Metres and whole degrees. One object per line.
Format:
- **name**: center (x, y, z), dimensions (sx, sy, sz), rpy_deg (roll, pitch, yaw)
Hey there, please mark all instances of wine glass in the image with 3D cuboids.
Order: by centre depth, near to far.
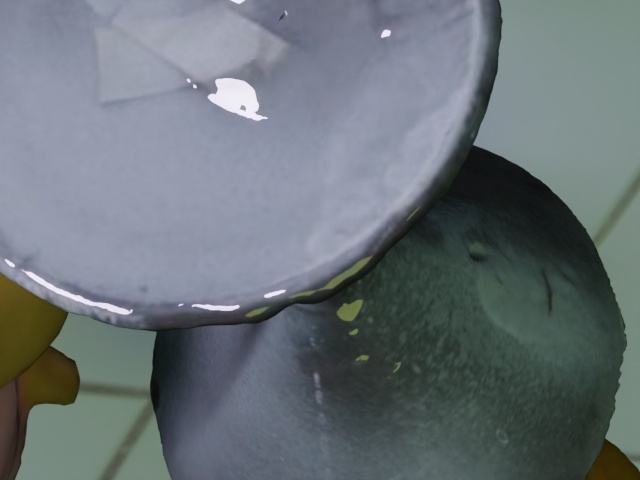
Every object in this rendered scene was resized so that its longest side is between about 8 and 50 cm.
- **wine glass**: center (0.000, 0.000, 0.784), dimensions (0.267, 0.267, 0.406), rpy_deg (-31, 158, -1)

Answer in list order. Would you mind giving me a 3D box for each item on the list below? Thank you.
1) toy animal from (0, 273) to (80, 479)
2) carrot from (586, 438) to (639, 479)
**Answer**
- **toy animal**: center (-0.203, 0.042, 0.871), dimensions (0.195, 0.169, 0.281), rpy_deg (5, 128, -21)
- **carrot**: center (0.080, 0.244, 1.171), dimensions (0.241, 0.241, 0.340), rpy_deg (6, 125, -34)
